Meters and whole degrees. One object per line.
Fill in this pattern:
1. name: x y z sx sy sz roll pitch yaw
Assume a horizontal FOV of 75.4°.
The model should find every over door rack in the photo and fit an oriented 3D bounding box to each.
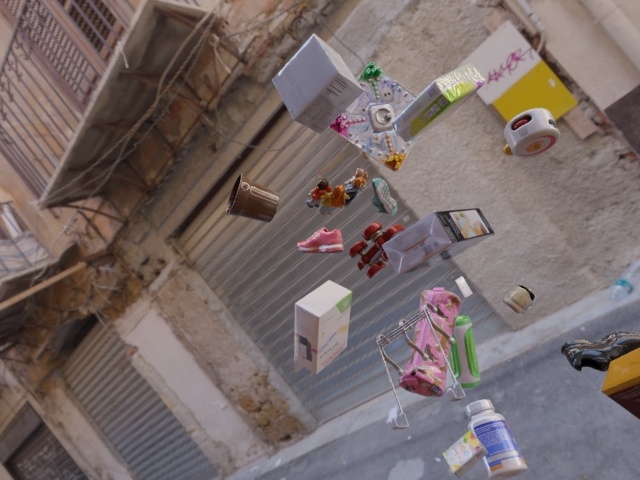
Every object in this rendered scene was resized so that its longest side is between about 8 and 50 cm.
1. over door rack: 0.301 0.384 1.262 0.239 0.108 0.324 -45 32 31

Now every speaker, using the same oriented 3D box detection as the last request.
1. speaker: 0.630 0.493 1.845 0.131 0.295 0.131 -9 -1 0

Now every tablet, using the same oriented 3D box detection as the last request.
1. tablet: 0.613 0.199 1.770 0.054 0.083 0.006 -19 -15 -33

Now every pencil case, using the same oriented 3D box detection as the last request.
1. pencil case: 0.402 0.364 1.503 0.167 0.160 0.385 117 177 -60

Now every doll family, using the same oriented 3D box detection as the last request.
1. doll family: 0.085 -0.166 1.468 0.263 0.118 0.163 -22 -19 -31

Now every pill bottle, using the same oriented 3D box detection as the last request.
1. pill bottle: 0.687 0.789 1.652 0.153 0.271 0.152 -8 -41 -7

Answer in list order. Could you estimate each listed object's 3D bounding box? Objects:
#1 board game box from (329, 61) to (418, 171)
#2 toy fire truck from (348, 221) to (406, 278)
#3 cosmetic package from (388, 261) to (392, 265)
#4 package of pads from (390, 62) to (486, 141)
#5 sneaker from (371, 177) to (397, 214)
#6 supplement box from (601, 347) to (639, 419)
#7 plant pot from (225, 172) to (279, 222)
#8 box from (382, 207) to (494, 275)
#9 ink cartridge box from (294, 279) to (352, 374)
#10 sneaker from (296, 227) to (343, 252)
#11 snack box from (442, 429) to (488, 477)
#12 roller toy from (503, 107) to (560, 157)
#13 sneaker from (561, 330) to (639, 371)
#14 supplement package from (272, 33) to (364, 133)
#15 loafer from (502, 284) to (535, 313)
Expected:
1. board game box: 0.292 -0.577 1.914 0.389 0.390 0.050 -58 5 -13
2. toy fire truck: 0.295 0.028 1.948 0.254 0.169 0.302 -19 -27 -49
3. cosmetic package: 0.436 0.140 2.385 0.041 0.115 0.060 -47 1 4
4. package of pads: 0.397 -0.467 1.409 0.297 0.101 0.229 -35 -2 -39
5. sneaker: 0.206 -0.149 1.451 0.076 0.166 0.064 1 49 37
6. supplement box: 0.977 0.424 1.188 0.129 0.194 0.191 -42 -19 -34
7. plant pot: -0.254 -0.149 1.577 0.167 0.165 0.166 -52 28 42
8. box: 0.310 -0.002 1.065 0.290 0.087 0.169 -8 -24 -49
9. ink cartridge box: 0.008 0.357 1.583 0.207 0.119 0.352 -30 -47 -43
10. sneaker: 0.001 0.000 2.216 0.314 0.136 0.116 -2 -4 42
11. snack box: 0.530 0.783 1.523 0.141 0.037 0.100 -42 13 3
12. roller toy: 0.892 -0.447 1.753 0.210 0.146 0.191 -10 -23 1
13. sneaker: 1.096 0.438 1.585 0.287 0.109 0.130 -19 28 20
14. supplement package: -0.010 -0.500 1.340 0.203 0.194 0.149 -39 -27 27
15. loafer: 0.776 0.223 1.593 0.092 0.102 0.269 -50 -23 18
